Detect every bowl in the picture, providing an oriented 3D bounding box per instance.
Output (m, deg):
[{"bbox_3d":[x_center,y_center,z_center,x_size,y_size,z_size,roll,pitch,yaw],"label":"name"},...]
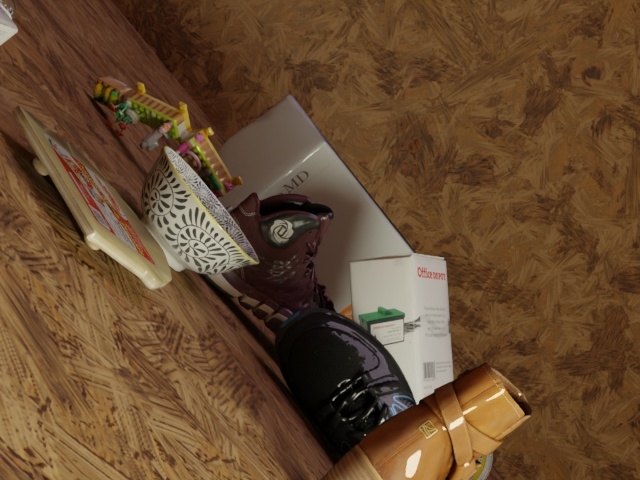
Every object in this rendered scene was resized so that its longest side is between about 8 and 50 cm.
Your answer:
[{"bbox_3d":[-0.152,-0.017,1.346,0.170,0.080,0.170,51,4,-5],"label":"bowl"}]

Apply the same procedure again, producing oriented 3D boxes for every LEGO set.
[{"bbox_3d":[-0.223,-0.116,1.637,0.287,0.107,0.132,47,-31,-1],"label":"LEGO set"}]

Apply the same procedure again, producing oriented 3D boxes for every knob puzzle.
[{"bbox_3d":[-0.203,-0.020,1.104,0.213,0.030,0.213,51,3,-4],"label":"knob puzzle"}]

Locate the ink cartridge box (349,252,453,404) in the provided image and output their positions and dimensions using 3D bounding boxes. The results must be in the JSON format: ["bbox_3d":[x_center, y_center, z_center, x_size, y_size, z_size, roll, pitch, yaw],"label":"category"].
[{"bbox_3d":[0.110,0.131,1.571,0.160,0.093,0.219,11,74,-67],"label":"ink cartridge box"}]

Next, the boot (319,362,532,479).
[{"bbox_3d":[0.109,0.212,1.193,0.109,0.220,0.283,53,3,24],"label":"boot"}]

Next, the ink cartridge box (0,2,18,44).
[{"bbox_3d":[-0.325,-0.199,0.882,0.148,0.086,0.203,52,2,-1],"label":"ink cartridge box"}]

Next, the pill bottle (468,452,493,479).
[{"bbox_3d":[0.196,0.330,1.864,0.136,0.136,0.246,53,3,22],"label":"pill bottle"}]

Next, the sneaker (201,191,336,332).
[{"bbox_3d":[-0.013,0.043,1.515,0.281,0.162,0.106,38,11,-25],"label":"sneaker"}]

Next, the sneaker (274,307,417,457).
[{"bbox_3d":[0.074,0.222,1.401,0.341,0.125,0.139,51,-1,-3],"label":"sneaker"}]

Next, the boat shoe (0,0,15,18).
[{"bbox_3d":[-0.355,-0.254,1.256,0.066,0.066,0.183,52,3,-11],"label":"boat shoe"}]

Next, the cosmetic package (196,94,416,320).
[{"bbox_3d":[0.000,0.000,1.983,0.453,0.230,0.161,48,6,-43],"label":"cosmetic package"}]
